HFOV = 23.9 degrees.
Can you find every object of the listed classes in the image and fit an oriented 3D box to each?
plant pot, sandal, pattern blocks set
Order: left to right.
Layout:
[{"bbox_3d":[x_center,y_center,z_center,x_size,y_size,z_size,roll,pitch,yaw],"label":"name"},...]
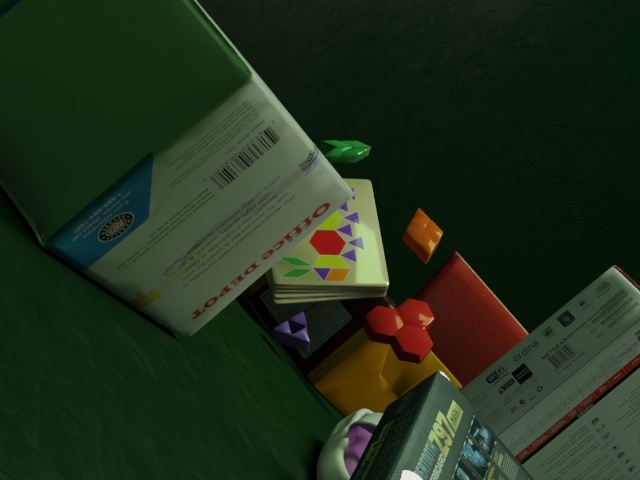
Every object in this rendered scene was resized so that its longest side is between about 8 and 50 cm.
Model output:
[{"bbox_3d":[0.000,0.000,1.749,0.026,0.285,0.325,104,-8,-47],"label":"pattern blocks set"},{"bbox_3d":[0.078,0.205,1.241,0.169,0.102,0.416,47,3,-12],"label":"sandal"},{"bbox_3d":[0.191,0.208,2.054,0.267,0.236,0.267,49,1,14],"label":"plant pot"}]

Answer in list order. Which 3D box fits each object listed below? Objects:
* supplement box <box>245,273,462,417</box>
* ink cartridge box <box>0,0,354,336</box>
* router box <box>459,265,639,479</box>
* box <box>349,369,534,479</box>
[{"bbox_3d":[0.039,0.117,1.843,0.191,0.129,0.194,48,3,-47],"label":"supplement box"},{"bbox_3d":[-0.117,-0.070,1.054,0.168,0.171,0.233,51,1,25],"label":"ink cartridge box"},{"bbox_3d":[0.265,0.236,1.637,0.301,0.335,0.082,50,1,-41],"label":"router box"},{"bbox_3d":[0.099,0.214,1.042,0.183,0.059,0.233,50,23,-6],"label":"box"}]
